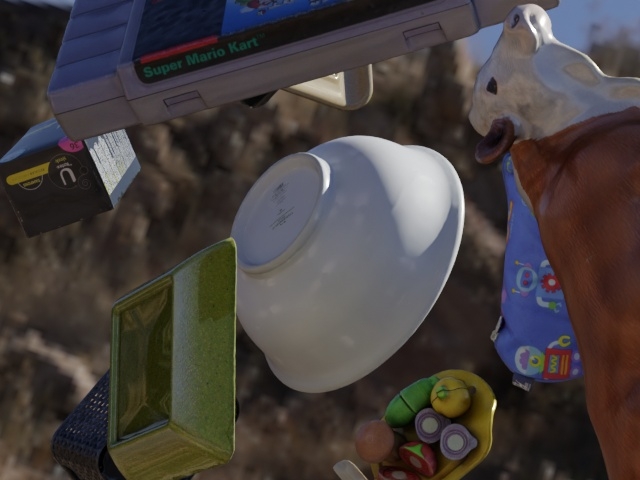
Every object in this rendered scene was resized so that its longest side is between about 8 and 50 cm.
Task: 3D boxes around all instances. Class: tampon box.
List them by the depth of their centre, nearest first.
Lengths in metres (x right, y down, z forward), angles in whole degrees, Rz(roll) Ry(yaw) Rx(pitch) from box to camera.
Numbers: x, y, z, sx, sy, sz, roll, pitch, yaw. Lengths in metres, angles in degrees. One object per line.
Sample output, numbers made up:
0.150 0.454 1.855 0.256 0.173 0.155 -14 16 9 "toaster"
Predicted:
-0.306 -0.089 2.334 0.120 0.101 0.161 -19 16 13 "tampon box"

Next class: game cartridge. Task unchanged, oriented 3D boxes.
-0.012 -0.188 1.351 0.355 0.230 0.068 -15 -61 12 "game cartridge"

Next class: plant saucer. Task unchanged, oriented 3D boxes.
-0.132 0.105 1.609 0.045 0.188 0.188 9 -19 -28 "plant saucer"

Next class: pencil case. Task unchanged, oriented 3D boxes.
0.275 0.021 2.289 0.133 0.306 0.119 4 20 9 "pencil case"

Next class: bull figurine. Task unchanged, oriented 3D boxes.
0.191 0.006 1.030 0.188 0.310 0.101 -22 -11 37 "bull figurine"

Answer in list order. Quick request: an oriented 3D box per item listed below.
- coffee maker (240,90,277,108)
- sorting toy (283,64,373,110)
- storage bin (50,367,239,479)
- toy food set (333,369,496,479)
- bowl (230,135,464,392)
-0.030 -0.224 2.053 0.171 0.178 0.120 57 25 18 "coffee maker"
-0.043 -0.272 1.592 0.041 0.307 0.229 -10 -12 34 "sorting toy"
-0.186 0.201 2.052 0.084 0.180 0.122 12 -37 44 "storage bin"
0.105 0.235 2.234 0.071 0.218 0.128 29 22 -54 "toy food set"
0.000 0.000 2.014 0.134 0.297 0.298 34 -18 -33 "bowl"
